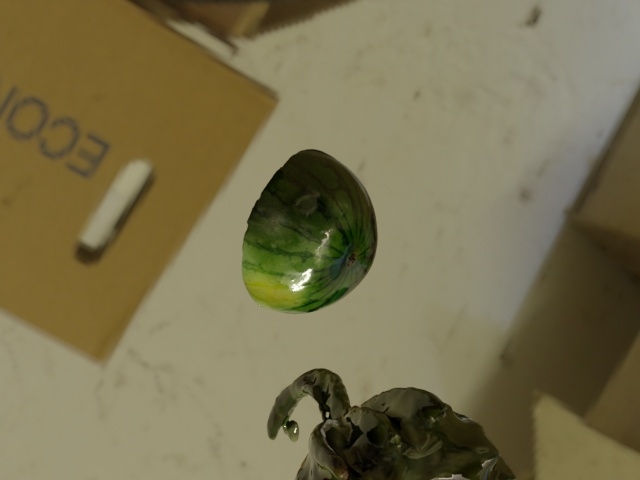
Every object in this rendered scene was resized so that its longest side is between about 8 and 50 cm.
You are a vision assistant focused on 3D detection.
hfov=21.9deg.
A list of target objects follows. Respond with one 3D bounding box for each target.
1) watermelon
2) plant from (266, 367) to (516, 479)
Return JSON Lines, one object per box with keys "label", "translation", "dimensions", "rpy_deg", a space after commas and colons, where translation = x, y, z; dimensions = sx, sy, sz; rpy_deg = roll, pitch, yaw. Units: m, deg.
{"label": "watermelon", "translation": [0.000, 0.000, 1.019], "dimensions": [0.062, 0.105, 0.105], "rpy_deg": [22, 172, 30]}
{"label": "plant", "translation": [0.000, 0.164, 1.244], "dimensions": [0.180, 0.251, 0.333], "rpy_deg": [-6, -146, -31]}
